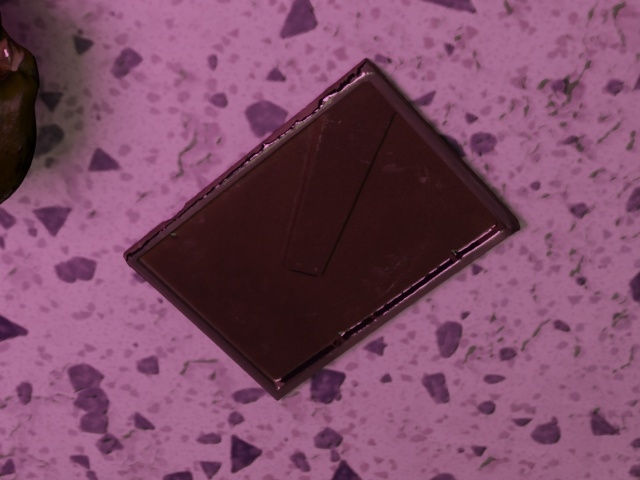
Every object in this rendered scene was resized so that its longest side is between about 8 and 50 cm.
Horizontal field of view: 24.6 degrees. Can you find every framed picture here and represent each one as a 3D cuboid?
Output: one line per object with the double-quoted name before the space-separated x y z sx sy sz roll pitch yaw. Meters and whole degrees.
"framed picture" 0.000 0.000 1.304 0.289 0.016 0.213 -37 114 19

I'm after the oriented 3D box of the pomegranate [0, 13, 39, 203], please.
"pomegranate" -0.343 -0.111 1.155 0.204 0.276 0.222 -29 105 -28
